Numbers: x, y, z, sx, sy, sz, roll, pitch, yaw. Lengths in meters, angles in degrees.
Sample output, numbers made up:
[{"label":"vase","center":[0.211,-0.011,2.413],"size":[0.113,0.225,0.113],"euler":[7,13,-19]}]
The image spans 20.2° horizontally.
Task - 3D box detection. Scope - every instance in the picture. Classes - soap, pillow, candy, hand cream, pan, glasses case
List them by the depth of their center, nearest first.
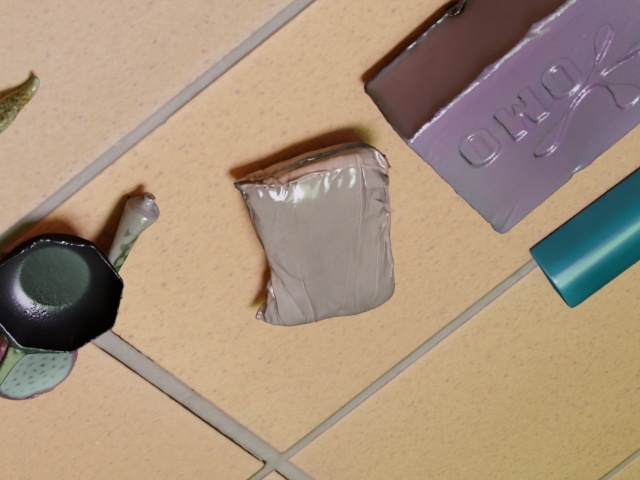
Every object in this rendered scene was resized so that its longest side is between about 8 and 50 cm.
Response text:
[{"label":"pan","center":[-0.293,0.066,1.782],"size":[0.202,0.048,0.128],"euler":[-31,119,7]},{"label":"hand cream","center":[-0.206,0.017,1.821],"size":[0.165,0.037,0.057],"euler":[-59,177,30]},{"label":"candy","center":[-0.302,0.121,1.861],"size":[0.103,0.043,0.103],"euler":[-23,146,-17]},{"label":"soap","center":[0.228,-0.172,1.902],"size":[0.296,0.107,0.285],"euler":[-41,147,10]},{"label":"pillow","center":[0.000,0.000,1.945],"size":[0.173,0.067,0.270],"euler":[-20,142,-12]},{"label":"glasses case","center":[0.412,-0.033,2.246],"size":[0.301,0.070,0.117],"euler":[-39,146,3]}]

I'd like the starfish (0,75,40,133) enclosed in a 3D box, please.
[{"label":"starfish","center":[-0.345,-0.087,1.589],"size":[0.223,0.050,0.217],"euler":[-33,137,-12]}]
